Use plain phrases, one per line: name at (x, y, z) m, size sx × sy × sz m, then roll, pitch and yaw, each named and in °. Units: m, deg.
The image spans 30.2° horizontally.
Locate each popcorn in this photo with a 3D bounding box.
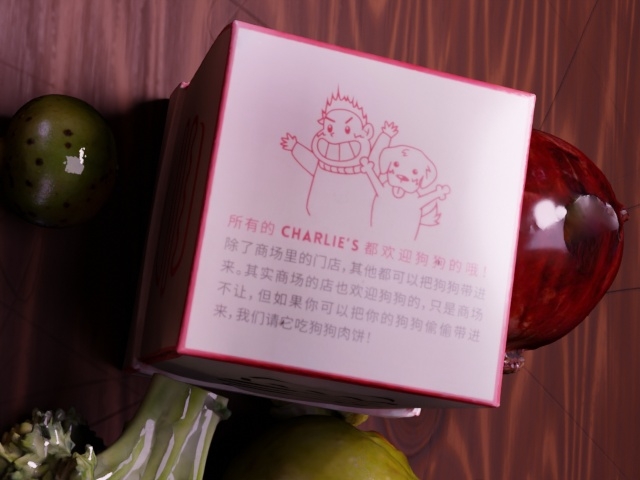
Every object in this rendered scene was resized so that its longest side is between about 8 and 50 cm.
popcorn at (0.000, 0.160, 1.366) m, size 0.145 × 0.126 × 0.126 m, roll 45°, pitch 30°, yaw -18°

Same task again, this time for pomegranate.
pomegranate at (-0.250, -0.072, 1.104) m, size 0.130 × 0.130 × 0.130 m, roll 2°, pitch 88°, yaw -47°

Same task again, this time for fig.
fig at (-0.018, 0.347, 1.253) m, size 0.258 × 0.258 × 0.326 m, roll 28°, pitch 93°, yaw -43°

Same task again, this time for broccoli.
broccoli at (-0.193, 0.251, 1.059) m, size 0.235 × 0.288 × 0.260 m, roll -2°, pitch 84°, yaw -8°

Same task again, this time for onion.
onion at (0.217, -0.006, 1.474) m, size 0.341 × 0.341 × 0.341 m, roll 2°, pitch 88°, yaw -47°

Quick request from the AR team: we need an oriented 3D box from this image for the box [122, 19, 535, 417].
box at (0.000, 0.000, 1.155) m, size 0.314 × 0.300 × 0.312 m, roll 11°, pitch 79°, yaw -15°
